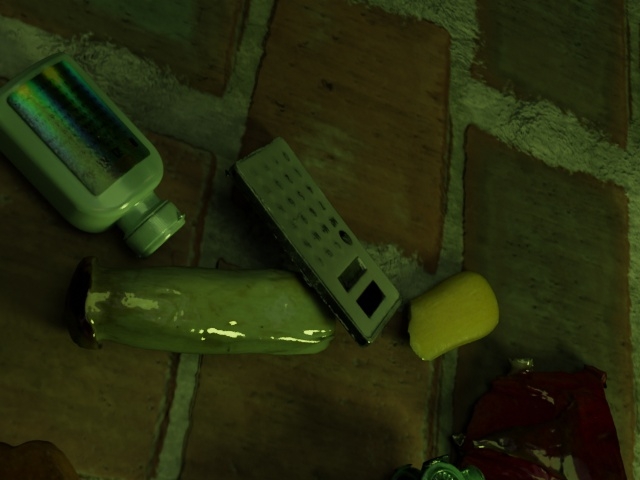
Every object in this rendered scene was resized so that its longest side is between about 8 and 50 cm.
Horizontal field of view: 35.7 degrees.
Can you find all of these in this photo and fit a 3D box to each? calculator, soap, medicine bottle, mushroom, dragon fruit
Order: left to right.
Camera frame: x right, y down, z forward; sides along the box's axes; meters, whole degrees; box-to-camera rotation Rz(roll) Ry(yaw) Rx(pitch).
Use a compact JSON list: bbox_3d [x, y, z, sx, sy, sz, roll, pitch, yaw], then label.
[{"bbox_3d":[-0.243,-0.083,1.064,0.229,0.083,0.121,47,53,-4],"label":"medicine bottle"},{"bbox_3d":[-0.123,0.073,1.074,0.312,0.081,0.100,5,75,-30],"label":"mushroom"},{"bbox_3d":[0.000,0.000,1.169,0.262,0.021,0.161,52,25,-3],"label":"calculator"},{"bbox_3d":[0.161,0.093,1.259,0.168,0.033,0.089,-18,78,-34],"label":"soap"},{"bbox_3d":[0.296,0.307,1.218,0.282,0.100,0.343,4,67,-24],"label":"dragon fruit"}]

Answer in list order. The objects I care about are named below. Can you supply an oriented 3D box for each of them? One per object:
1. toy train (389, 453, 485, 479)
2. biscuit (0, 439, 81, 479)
[{"bbox_3d":[0.082,0.331,1.073,0.269,0.115,0.154,-12,82,-37],"label":"toy train"},{"bbox_3d":[-0.336,0.286,0.796,0.334,0.047,0.202,-35,76,-6],"label":"biscuit"}]
